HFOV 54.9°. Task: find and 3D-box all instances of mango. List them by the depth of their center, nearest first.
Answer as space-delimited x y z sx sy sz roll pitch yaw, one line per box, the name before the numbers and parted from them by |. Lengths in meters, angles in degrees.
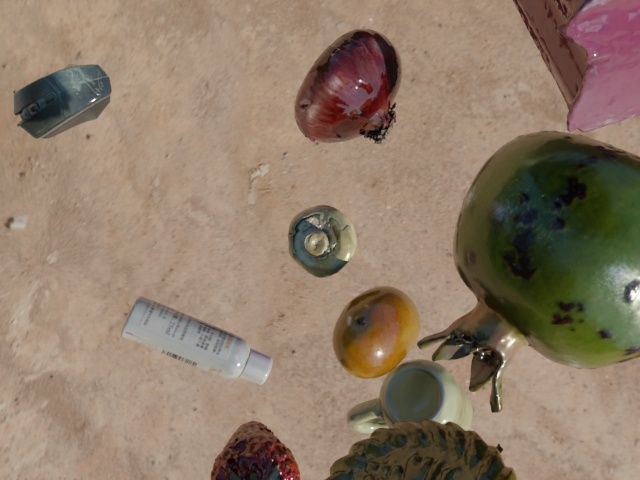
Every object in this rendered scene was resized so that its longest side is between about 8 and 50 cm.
mango | 0.122 0.178 1.253 0.254 0.139 0.175 -21 127 -56

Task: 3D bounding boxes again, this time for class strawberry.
strawberry | -0.149 0.489 1.340 0.205 0.244 0.205 -4 111 -9

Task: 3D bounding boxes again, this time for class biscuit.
biscuit | 0.101 0.293 0.744 0.036 0.274 0.187 58 23 -28

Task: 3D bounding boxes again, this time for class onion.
onion | 0.101 -0.381 1.649 0.348 0.347 0.285 -37 78 -21

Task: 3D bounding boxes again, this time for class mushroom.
mushroom | 0.000 0.000 1.296 0.154 0.122 0.154 0 90 15

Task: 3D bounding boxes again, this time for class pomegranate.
pomegranate | 0.261 0.028 0.710 0.323 0.291 0.290 -33 101 -13

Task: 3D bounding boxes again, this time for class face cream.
face cream | -0.214 0.185 1.098 0.269 0.082 0.082 25 78 -8

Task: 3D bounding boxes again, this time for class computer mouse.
computer mouse | -0.551 -0.299 1.298 0.231 0.071 0.126 -22 98 5

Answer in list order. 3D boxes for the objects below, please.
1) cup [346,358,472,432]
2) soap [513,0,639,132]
cup | 0.193 0.355 1.359 0.202 0.255 0.173 47 53 -55
soap | 0.211 -0.275 0.406 0.233 0.128 0.359 -19 60 13
